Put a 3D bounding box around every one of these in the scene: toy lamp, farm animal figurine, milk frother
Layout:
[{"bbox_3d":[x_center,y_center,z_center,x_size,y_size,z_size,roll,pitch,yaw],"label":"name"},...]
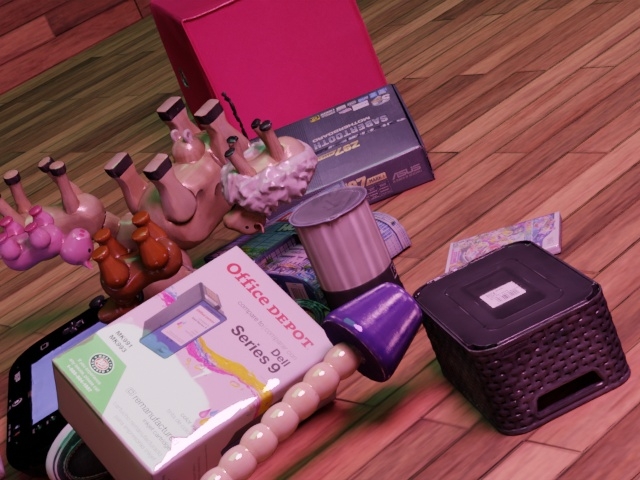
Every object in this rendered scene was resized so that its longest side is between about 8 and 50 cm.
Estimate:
[{"bbox_3d":[-0.021,0.141,1.230,0.275,0.080,0.080,-43,25,-17],"label":"toy lamp"},{"bbox_3d":[-0.190,-0.022,1.649,0.327,0.172,0.330,-40,35,-16],"label":"farm animal figurine"},{"bbox_3d":[-0.002,0.032,1.477,0.143,0.134,0.129,-28,19,-14],"label":"milk frother"}]

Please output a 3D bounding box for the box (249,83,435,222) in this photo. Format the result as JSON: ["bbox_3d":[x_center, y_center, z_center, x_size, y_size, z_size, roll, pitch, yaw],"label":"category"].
[{"bbox_3d":[0.014,-0.100,1.870,0.233,0.059,0.183,-22,34,4],"label":"box"}]

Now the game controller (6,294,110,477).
[{"bbox_3d":[-0.259,0.147,1.563,0.166,0.067,0.319,-24,19,-4],"label":"game controller"}]

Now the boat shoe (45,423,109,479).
[{"bbox_3d":[-0.167,0.179,1.377,0.183,0.065,0.083,-31,22,-25],"label":"boat shoe"}]

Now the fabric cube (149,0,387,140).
[{"bbox_3d":[-0.080,-0.285,2.228,0.259,0.254,0.258,-25,21,-9],"label":"fabric cube"}]

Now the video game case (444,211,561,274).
[{"bbox_3d":[0.190,0.007,1.516,0.122,0.011,0.087,-17,20,17],"label":"video game case"}]

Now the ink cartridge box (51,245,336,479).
[{"bbox_3d":[-0.110,0.125,1.317,0.212,0.093,0.154,-31,59,-27],"label":"ink cartridge box"}]

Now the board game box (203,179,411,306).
[{"bbox_3d":[0.000,0.000,1.674,0.194,0.060,0.194,-36,23,-32],"label":"board game box"}]

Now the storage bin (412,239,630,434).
[{"bbox_3d":[0.167,0.078,1.247,0.122,0.084,0.180,-25,19,-8],"label":"storage bin"}]

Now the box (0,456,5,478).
[{"bbox_3d":[-0.495,0.127,1.529,0.215,0.168,0.345,-26,45,-8],"label":"box"}]
